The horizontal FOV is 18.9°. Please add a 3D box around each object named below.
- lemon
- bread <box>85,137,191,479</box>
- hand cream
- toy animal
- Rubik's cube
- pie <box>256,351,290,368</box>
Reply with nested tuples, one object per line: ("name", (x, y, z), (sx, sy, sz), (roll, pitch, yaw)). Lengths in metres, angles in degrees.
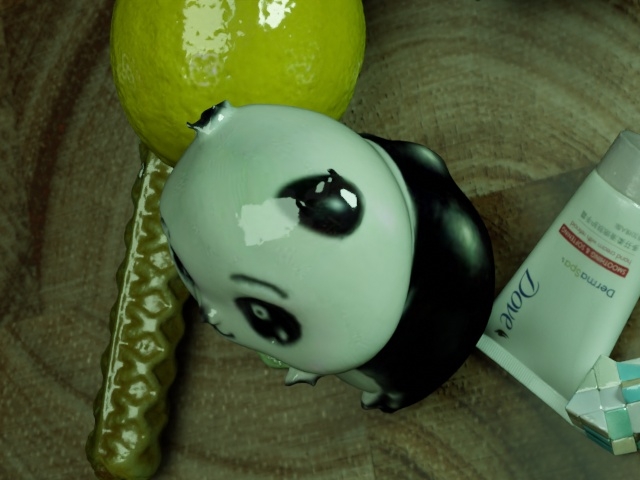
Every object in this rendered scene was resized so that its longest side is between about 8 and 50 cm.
("lemon", (-0.078, -0.162, 1.766), (0.240, 0.240, 0.219), (3, 88, 26))
("bread", (-0.165, 0.061, 1.866), (0.084, 0.077, 0.368), (9, 85, 23))
("hand cream", (0.232, 0.024, 1.687), (0.133, 0.083, 0.248), (38, 109, 30))
("toy animal", (0.000, 0.000, 1.649), (0.251, 0.310, 0.251), (-9, 68, 24))
("Rubik's cube", (0.261, 0.143, 1.649), (0.073, 0.075, 0.084), (34, 96, 28))
("pie", (-0.029, 0.084, 1.828), (0.085, 0.017, 0.085), (-5, 78, 23))
